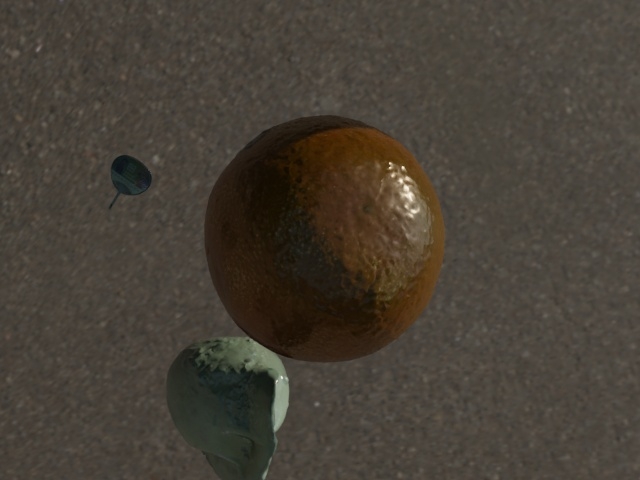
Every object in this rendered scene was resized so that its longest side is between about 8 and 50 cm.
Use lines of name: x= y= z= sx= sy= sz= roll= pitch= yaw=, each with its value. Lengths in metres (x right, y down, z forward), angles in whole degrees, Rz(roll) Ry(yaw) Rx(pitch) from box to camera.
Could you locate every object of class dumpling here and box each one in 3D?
dumpling: x=-0.105 y=0.167 z=1.179 sx=0.108 sy=0.219 sz=0.153 roll=28 pitch=79 yaw=-22

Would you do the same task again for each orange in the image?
orange: x=0.000 y=0.000 z=0.909 sx=0.206 sy=0.206 sz=0.206 roll=10 pitch=70 yaw=-28

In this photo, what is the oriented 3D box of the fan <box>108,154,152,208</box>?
fan: x=-0.276 y=-0.087 z=1.614 sx=0.060 sy=0.080 sz=0.003 roll=63 pitch=13 yaw=-6
